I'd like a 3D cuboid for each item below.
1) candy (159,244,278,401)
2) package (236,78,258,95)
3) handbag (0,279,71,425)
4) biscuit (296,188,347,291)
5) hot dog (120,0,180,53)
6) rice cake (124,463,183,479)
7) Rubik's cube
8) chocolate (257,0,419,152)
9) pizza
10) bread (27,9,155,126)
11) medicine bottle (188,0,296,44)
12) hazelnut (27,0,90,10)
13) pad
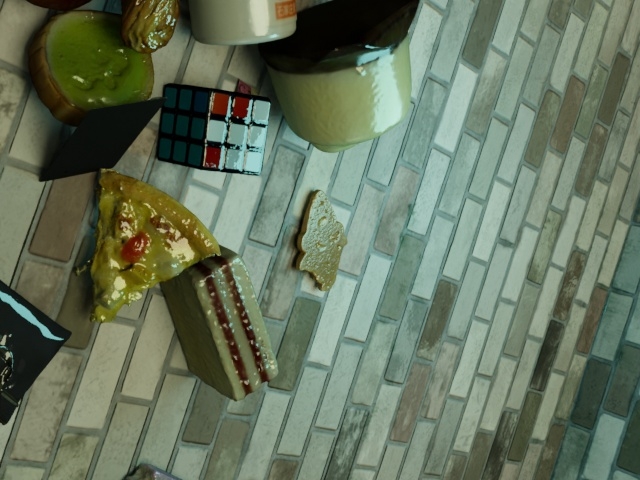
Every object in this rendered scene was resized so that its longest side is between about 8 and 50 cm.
[{"bbox_3d":[-0.217,0.157,2.062,0.135,0.179,0.320,-32,121,-32],"label":"candy"},{"bbox_3d":[-0.162,-0.295,2.093,0.059,0.029,0.083,25,73,-37],"label":"package"},{"bbox_3d":[-0.592,0.186,1.775,0.254,0.089,0.211,49,62,-39],"label":"handbag"},{"bbox_3d":[0.000,0.000,2.325,0.162,0.035,0.250,-21,116,-44],"label":"biscuit"},{"bbox_3d":[-0.303,-0.466,1.763,0.122,0.196,0.272,-3,66,-13],"label":"hot dog"},{"bbox_3d":[-0.274,0.583,2.199,0.399,0.070,0.064,39,70,-43],"label":"rice cake"},{"bbox_3d":[-0.213,-0.222,1.972,0.163,0.161,0.162,3,99,-44],"label":"Rubik's cube"},{"bbox_3d":[0.063,-0.343,2.088,0.314,0.326,0.297,-46,125,-38],"label":"chocolate"},{"bbox_3d":[-0.354,0.039,1.895,0.280,0.075,0.287,26,88,-7],"label":"pizza"},{"bbox_3d":[-0.406,-0.311,1.770,0.236,0.070,0.236,14,66,-35],"label":"bread"},{"bbox_3d":[-0.161,-0.574,1.893,0.211,0.211,0.371,-20,114,-39],"label":"medicine bottle"},{"bbox_3d":[-0.431,-0.482,1.696,0.204,0.178,0.178,-75,147,-48],"label":"hazelnut"},{"bbox_3d":[-0.394,-0.181,1.776,0.160,0.265,0.009,-17,76,-41],"label":"pad"}]
